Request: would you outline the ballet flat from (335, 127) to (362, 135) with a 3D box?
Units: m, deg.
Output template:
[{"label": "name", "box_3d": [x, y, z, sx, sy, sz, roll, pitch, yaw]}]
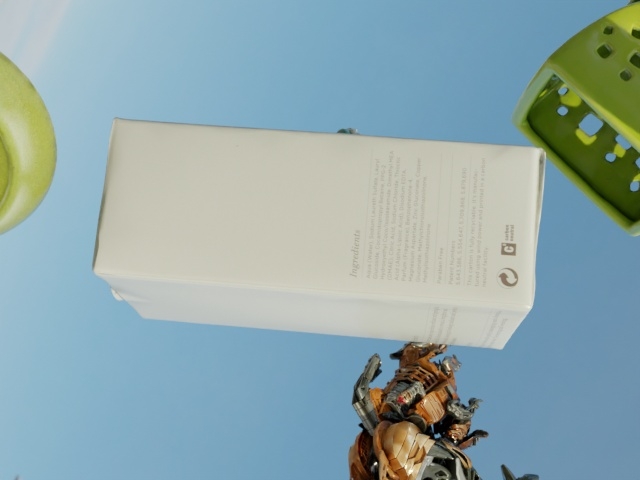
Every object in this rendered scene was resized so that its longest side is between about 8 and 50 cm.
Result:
[{"label": "ballet flat", "box_3d": [0.042, -0.020, 1.289, 0.091, 0.077, 0.241, -33, -135, 50]}]

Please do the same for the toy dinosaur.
[{"label": "toy dinosaur", "box_3d": [0.096, 0.247, 1.153, 0.322, 0.218, 0.164, -53, -162, -26]}]

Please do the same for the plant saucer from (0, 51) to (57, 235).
[{"label": "plant saucer", "box_3d": [-0.350, -0.079, 0.926, 0.241, 0.241, 0.037, -53, -156, 31]}]

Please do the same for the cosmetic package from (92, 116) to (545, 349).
[{"label": "cosmetic package", "box_3d": [0.000, 0.000, 1.025, 0.217, 0.384, 0.156, 87, 10, -75]}]

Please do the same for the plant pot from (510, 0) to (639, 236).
[{"label": "plant pot", "box_3d": [0.391, -0.169, 1.292, 0.207, 0.228, 0.227, -45, 173, -9]}]
